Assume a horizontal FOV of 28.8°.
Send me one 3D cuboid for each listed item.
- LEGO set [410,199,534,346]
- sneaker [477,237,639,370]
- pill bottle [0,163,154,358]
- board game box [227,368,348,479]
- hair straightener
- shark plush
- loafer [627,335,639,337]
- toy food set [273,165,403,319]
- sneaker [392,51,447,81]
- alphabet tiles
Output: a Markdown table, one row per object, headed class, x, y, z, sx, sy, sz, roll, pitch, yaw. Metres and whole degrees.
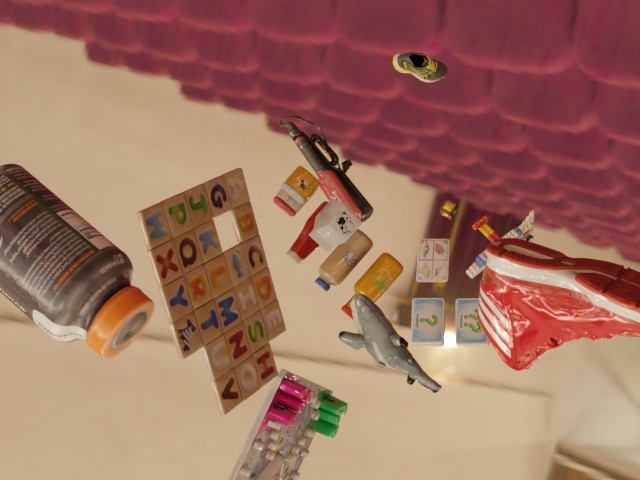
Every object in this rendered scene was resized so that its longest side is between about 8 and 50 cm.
| class | x | y | z | sx | sy | sz | roll | pitch | yaw |
| --- | --- | --- | --- | --- | --- | --- | --- | --- | --- |
| LEGO set | 0.231 | 0.042 | 1.889 | 0.182 | 0.244 | 0.060 | 0 | 151 | 11 |
| sneaker | 0.270 | 0.087 | 1.319 | 0.221 | 0.128 | 0.087 | 23 | -152 | 25 |
| pill bottle | -0.310 | 0.030 | 1.456 | 0.245 | 0.130 | 0.130 | 39 | -171 | 14 |
| board game box | -0.082 | 0.406 | 1.959 | 0.050 | 0.390 | 0.390 | 23 | 174 | 15 |
| hair straightener | 0.011 | -0.123 | 2.112 | 0.230 | 0.047 | 0.089 | 50 | -150 | 14 |
| shark plush | 0.090 | 0.141 | 1.622 | 0.073 | 0.161 | 0.067 | -29 | 170 | -30 |
| loafer | 0.418 | 0.114 | 1.547 | 0.125 | 0.039 | 0.045 | 13 | 152 | 41 |
| toy food set | 0.000 | 0.000 | 1.737 | 0.232 | 0.104 | 0.111 | 44 | 174 | -35 |
| sneaker | 0.137 | -0.229 | 1.648 | 0.083 | 0.031 | 0.035 | 6 | 173 | -30 |
| alphabet tiles | -0.107 | 0.057 | 1.348 | 0.009 | 0.237 | 0.198 | -9 | -169 | 30 |
